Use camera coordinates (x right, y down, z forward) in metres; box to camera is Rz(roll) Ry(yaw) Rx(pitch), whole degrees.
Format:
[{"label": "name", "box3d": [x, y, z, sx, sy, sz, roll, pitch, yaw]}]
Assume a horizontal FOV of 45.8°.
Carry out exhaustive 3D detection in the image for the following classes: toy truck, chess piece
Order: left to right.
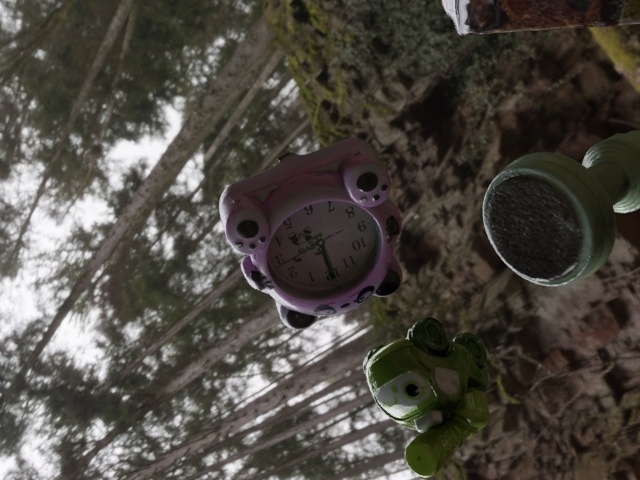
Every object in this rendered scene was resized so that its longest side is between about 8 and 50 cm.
[{"label": "toy truck", "box3d": [0.173, 0.233, 1.123, 0.187, 0.148, 0.211, 5, -125, -45]}, {"label": "chess piece", "box3d": [0.406, -0.070, 1.147, 0.299, 0.194, 0.195, -26, -100, -36]}]

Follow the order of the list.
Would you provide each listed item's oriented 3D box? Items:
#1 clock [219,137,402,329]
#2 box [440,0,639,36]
[{"label": "clock", "box3d": [0.000, 0.000, 1.029, 0.227, 0.248, 0.090, -21, -143, -1]}, {"label": "box", "box3d": [0.260, -0.247, 0.369, 0.415, 0.264, 0.116, -1, -123, 12]}]
